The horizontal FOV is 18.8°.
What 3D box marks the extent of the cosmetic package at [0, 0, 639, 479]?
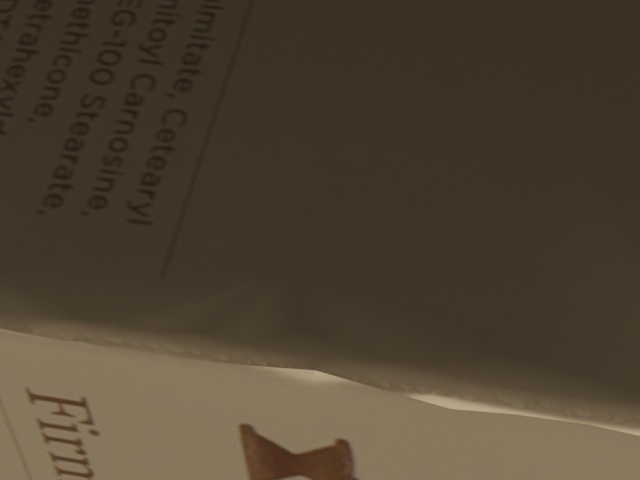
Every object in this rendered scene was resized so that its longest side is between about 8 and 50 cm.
[{"bbox_3d":[0.000,0.000,0.713,0.393,0.327,0.329,7,144,12],"label":"cosmetic package"}]
